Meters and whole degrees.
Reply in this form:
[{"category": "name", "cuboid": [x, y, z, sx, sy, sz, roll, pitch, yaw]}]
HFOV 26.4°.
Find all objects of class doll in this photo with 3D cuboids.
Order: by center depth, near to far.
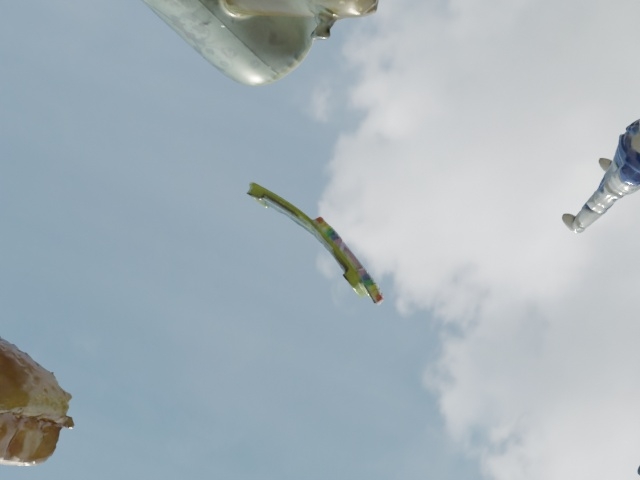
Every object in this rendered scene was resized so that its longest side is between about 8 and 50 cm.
[{"category": "doll", "cuboid": [0.296, -0.082, 1.262, 0.057, 0.227, 0.114, 43, -110, 0]}]

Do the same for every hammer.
[{"category": "hammer", "cuboid": [-0.041, -0.203, 1.100, 0.202, 0.305, 0.113, 38, -99, -32]}]

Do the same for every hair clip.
[{"category": "hair clip", "cuboid": [0.000, 0.000, 1.348, 0.188, 0.060, 0.033, 43, -93, 19]}]

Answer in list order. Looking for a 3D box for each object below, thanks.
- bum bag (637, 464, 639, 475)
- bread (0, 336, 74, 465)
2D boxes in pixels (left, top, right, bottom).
[{"category": "bum bag", "cuboid": [0.400, 0.147, 1.263, 0.080, 0.326, 0.142, 23, -136, -16]}, {"category": "bread", "cuboid": [-0.290, 0.084, 0.893, 0.185, 0.380, 0.109, 4, -104, 29]}]
